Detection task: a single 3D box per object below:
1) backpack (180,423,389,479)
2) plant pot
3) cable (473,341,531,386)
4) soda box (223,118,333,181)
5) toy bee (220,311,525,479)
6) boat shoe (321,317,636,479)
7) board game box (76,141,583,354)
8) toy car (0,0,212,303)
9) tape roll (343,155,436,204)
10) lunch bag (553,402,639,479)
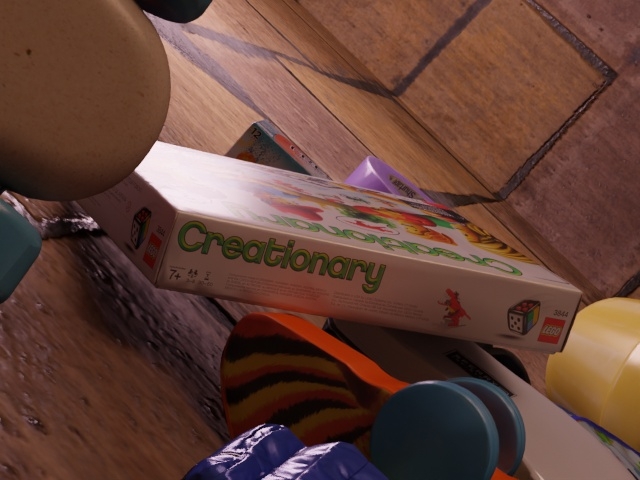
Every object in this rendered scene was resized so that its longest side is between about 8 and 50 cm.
[{"bbox_3d":[-0.028,0.141,0.595,0.101,0.098,0.120,39,23,8],"label":"backpack"},{"bbox_3d":[0.374,0.173,1.512,0.254,0.254,0.239,36,-3,-29],"label":"plant pot"},{"bbox_3d":[0.115,0.119,1.320,0.139,0.072,0.287,62,27,8],"label":"cable"},{"bbox_3d":[-0.011,-0.033,1.344,0.183,0.063,0.058,43,12,1],"label":"soda box"},{"bbox_3d":[0.063,0.155,0.783,0.298,0.162,0.195,20,2,41],"label":"toy bee"},{"bbox_3d":[0.104,0.150,0.964,0.301,0.102,0.108,40,25,26],"label":"boat shoe"},{"bbox_3d":[0.000,0.000,0.951,0.305,0.053,0.193,11,14,-30],"label":"board game box"},{"bbox_3d":[-0.205,-0.105,0.759,0.210,0.219,0.238,37,-16,-22],"label":"toy car"},{"bbox_3d":[0.095,-0.001,1.548,0.189,0.080,0.189,40,12,-11],"label":"tape roll"},{"bbox_3d":[0.263,0.238,1.237,0.219,0.090,0.176,34,12,-42],"label":"lunch bag"}]
